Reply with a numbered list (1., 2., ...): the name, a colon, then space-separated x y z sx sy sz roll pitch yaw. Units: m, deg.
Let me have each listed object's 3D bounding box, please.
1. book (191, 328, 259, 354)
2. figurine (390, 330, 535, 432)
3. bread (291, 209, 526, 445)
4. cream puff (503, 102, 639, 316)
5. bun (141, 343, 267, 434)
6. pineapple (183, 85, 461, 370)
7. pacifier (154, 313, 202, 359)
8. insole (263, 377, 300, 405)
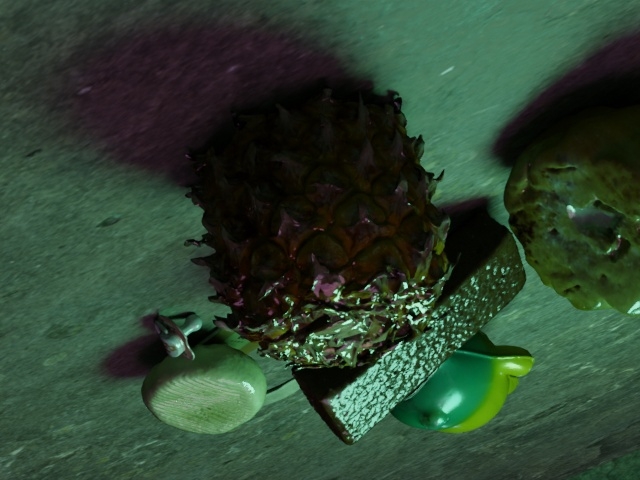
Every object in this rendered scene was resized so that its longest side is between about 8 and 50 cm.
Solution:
1. book: -0.154 0.180 2.102 0.118 0.012 0.172 10 145 -41
2. figurine: 0.225 0.260 2.233 0.324 0.231 0.340 -28 146 27
3. bread: 0.148 0.132 1.870 0.416 0.113 0.165 -40 142 -13
4. cream puff: 0.448 -0.065 1.706 0.257 0.291 0.324 -34 152 -36
5. bun: -0.202 0.245 2.070 0.222 0.127 0.222 3 138 3
6. pineapple: 0.000 -0.001 1.516 0.352 0.300 0.352 -7 151 -4
7. pacifier: -0.232 0.150 1.958 0.078 0.081 0.099 -42 139 -23
8. insole: -0.082 0.310 2.407 0.192 0.010 0.063 -30 151 28
